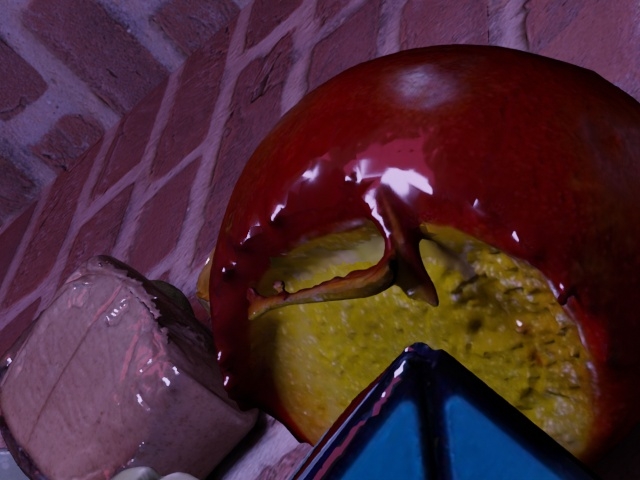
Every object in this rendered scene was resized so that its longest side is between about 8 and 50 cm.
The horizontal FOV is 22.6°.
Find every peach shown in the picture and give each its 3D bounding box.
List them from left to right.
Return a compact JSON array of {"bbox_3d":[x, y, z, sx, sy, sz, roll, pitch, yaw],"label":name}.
[{"bbox_3d":[0.103,0.009,1.224,0.406,0.335,0.310,-31,25,53],"label":"peach"}]

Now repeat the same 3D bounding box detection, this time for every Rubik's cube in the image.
[{"bbox_3d":[0.059,0.240,0.914,0.248,0.246,0.250,-51,-2,-15],"label":"Rubik's cube"}]

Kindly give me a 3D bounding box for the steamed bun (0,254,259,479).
[{"bbox_3d":[-0.201,0.176,1.750,0.251,0.199,0.301,-53,43,10],"label":"steamed bun"}]

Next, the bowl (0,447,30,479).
[{"bbox_3d":[-0.386,0.365,1.782,0.289,0.146,0.289,-3,25,1],"label":"bowl"}]

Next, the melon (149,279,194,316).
[{"bbox_3d":[-0.228,0.132,1.974,0.139,0.139,0.192,-25,24,47],"label":"melon"}]

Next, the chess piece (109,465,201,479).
[{"bbox_3d":[-0.234,0.371,1.309,0.234,0.234,0.442,-31,9,39],"label":"chess piece"}]

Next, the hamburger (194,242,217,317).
[{"bbox_3d":[0.000,0.001,1.750,0.283,0.144,0.259,-53,16,-3],"label":"hamburger"}]
